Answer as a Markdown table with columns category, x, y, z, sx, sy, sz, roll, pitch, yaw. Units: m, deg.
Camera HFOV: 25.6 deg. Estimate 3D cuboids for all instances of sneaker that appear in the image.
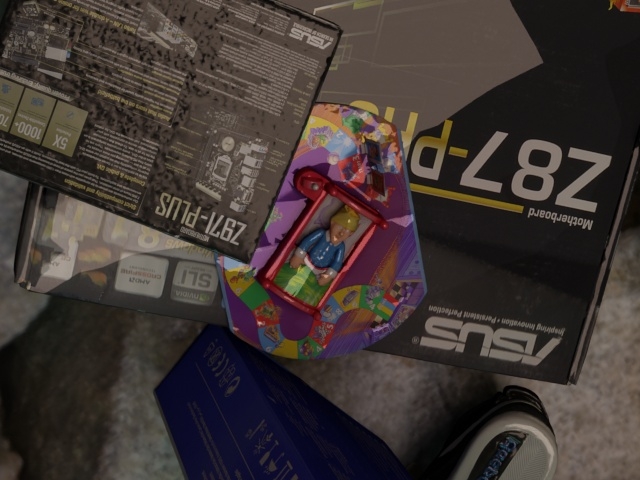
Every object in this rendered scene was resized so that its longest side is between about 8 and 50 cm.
| category | x | y | z | sx | sy | sz | roll | pitch | yaw |
| --- | --- | --- | --- | --- | --- | --- | --- | --- | --- |
| sneaker | 0.092 | 0.198 | 1.007 | 0.079 | 0.121 | 0.217 | 42 | 103 | 0 |

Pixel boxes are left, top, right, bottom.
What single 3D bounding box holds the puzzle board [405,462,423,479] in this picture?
| category | x | y | z | sx | sy | sz | roll | pitch | yaw |
| --- | --- | --- | --- | --- | --- | --- | --- | --- | --- |
| puzzle board | 0.051 | 0.241 | 1.056 | 0.128 | 0.011 | 0.096 | -41 | 109 | -2 |

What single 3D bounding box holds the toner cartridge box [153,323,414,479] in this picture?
| category | x | y | z | sx | sy | sz | roll | pitch | yaw |
| --- | --- | --- | --- | --- | --- | --- | --- | --- | --- |
| toner cartridge box | 0.002 | 0.162 | 0.850 | 0.165 | 0.348 | 0.075 | 39 | 91 | -17 |

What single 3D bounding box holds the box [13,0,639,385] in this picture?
| category | x | y | z | sx | sy | sz | roll | pitch | yaw |
| --- | --- | --- | --- | --- | --- | --- | --- | --- | --- |
| box | 0.021 | -0.093 | 0.934 | 0.395 | 0.097 | 0.318 | 12 | 102 | -15 |

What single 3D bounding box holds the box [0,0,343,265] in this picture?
| category | x | y | z | sx | sy | sz | roll | pitch | yaw |
| --- | --- | --- | --- | --- | --- | --- | --- | --- | --- |
| box | -0.096 | -0.089 | 0.814 | 0.180 | 0.077 | 0.147 | 21 | 98 | -5 |

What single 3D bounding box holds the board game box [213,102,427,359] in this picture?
| category | x | y | z | sx | sy | sz | roll | pitch | yaw |
| --- | --- | --- | --- | --- | --- | --- | --- | --- | --- |
| board game box | 0.000 | 0.000 | 0.885 | 0.133 | 0.033 | 0.169 | -13 | 106 | -9 |
